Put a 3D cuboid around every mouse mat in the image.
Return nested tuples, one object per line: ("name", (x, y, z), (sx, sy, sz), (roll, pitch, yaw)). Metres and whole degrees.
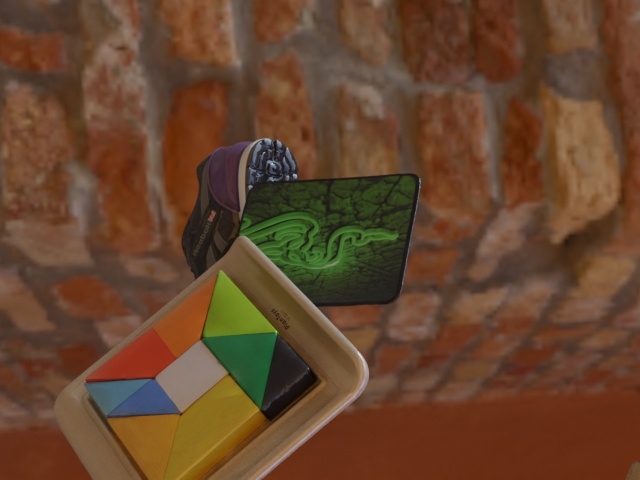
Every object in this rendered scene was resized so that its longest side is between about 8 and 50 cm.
("mouse mat", (0.000, 0.000, 1.312), (0.007, 0.189, 0.153), (57, 37, -49))

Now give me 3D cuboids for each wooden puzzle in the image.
("wooden puzzle", (-0.103, 0.124, 1.126), (0.221, 0.238, 0.044), (43, -5, 44))

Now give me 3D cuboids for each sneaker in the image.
("sneaker", (-0.101, 0.029, 1.532), (0.107, 0.124, 0.283), (20, 73, -45))

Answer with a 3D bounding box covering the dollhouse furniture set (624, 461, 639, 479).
("dollhouse furniture set", (0.326, 0.206, 1.103), (0.374, 0.152, 0.201), (74, 40, -70))
